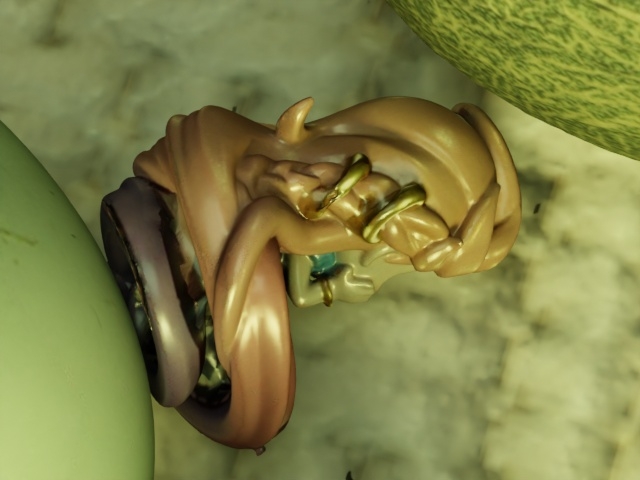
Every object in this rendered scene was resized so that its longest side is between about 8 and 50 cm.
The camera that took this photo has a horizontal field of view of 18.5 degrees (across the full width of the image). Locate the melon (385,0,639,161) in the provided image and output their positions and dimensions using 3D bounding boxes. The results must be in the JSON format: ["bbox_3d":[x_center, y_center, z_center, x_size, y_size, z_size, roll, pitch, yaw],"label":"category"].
[{"bbox_3d":[0.151,-0.140,0.635,0.329,0.248,0.248,19,77,12],"label":"melon"}]

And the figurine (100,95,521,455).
[{"bbox_3d":[-0.008,-0.006,0.690,0.157,0.126,0.114,-35,113,0],"label":"figurine"}]

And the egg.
[{"bbox_3d":[-0.156,0.042,0.664,0.183,0.183,0.264,-26,62,2],"label":"egg"}]
